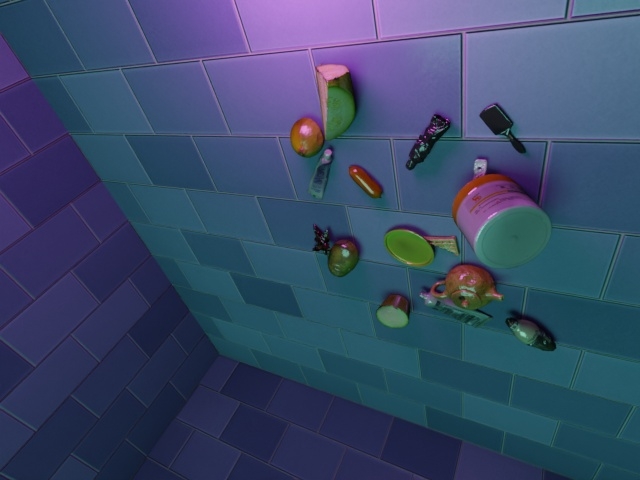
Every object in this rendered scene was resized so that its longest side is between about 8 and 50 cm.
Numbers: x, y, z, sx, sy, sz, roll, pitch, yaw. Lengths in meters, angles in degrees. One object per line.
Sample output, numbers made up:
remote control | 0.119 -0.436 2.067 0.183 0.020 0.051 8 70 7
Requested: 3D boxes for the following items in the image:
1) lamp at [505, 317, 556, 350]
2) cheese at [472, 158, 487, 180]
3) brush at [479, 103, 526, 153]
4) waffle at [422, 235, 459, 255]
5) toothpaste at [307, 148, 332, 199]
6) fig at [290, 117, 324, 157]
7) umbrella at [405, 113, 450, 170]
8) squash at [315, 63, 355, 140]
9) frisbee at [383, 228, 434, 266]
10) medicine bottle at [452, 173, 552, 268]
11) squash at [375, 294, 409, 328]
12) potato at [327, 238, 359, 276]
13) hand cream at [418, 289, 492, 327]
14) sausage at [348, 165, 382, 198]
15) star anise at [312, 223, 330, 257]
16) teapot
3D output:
lamp | 0.913 0.407 1.729 0.250 0.101 0.101 29 142 -7
cheese | 0.556 -0.171 1.402 0.127 0.050 0.255 13 137 25
brush | 0.574 -0.339 1.240 0.193 0.016 0.063 45 141 -13
waffle | 0.498 0.022 1.669 0.153 0.023 0.097 2 130 32
toothpaste | 0.001 -0.273 1.686 0.075 0.048 0.301 6 149 -10
fig | -0.052 -0.394 1.540 0.152 0.121 0.136 63 150 20
umbrella | 0.360 -0.326 1.372 0.066 0.059 0.235 45 142 14
squash | 0.065 -0.449 1.381 0.111 0.203 0.288 -14 129 -5
frisbee | 0.386 0.032 1.744 0.236 0.017 0.236 24 148 16
medicine bottle | 0.578 -0.065 1.294 0.238 0.231 0.237 -1 122 -2
squash | 0.378 0.354 2.025 0.170 0.122 0.170 19 139 18
potato | 0.111 0.084 1.939 0.149 0.113 0.251 28 134 12
hand cream | 0.622 0.318 1.878 0.341 0.077 0.124 24 141 0
sausage | 0.181 -0.231 1.599 0.062 0.054 0.183 -41 101 22
star anise | 0.004 -0.001 1.944 0.212 0.054 0.156 -154 58 -63
teapot | 0.611 0.218 1.684 0.311 0.167 0.203 -3 130 38
